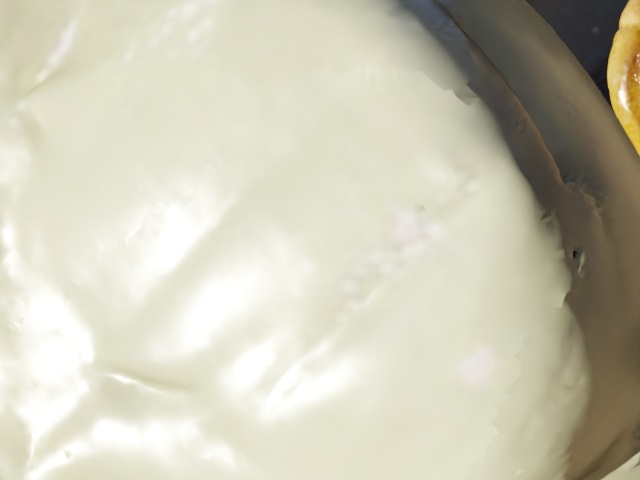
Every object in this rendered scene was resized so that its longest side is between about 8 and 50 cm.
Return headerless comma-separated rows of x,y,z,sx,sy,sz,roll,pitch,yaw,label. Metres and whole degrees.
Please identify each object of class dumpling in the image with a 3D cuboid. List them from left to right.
-0.028,0.006,0.568,0.316,0.395,0.233,-32,2,-9,dumpling

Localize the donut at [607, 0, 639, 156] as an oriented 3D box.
0.325,-0.127,1.015,0.226,0.226,0.114,-47,28,-19,donut
